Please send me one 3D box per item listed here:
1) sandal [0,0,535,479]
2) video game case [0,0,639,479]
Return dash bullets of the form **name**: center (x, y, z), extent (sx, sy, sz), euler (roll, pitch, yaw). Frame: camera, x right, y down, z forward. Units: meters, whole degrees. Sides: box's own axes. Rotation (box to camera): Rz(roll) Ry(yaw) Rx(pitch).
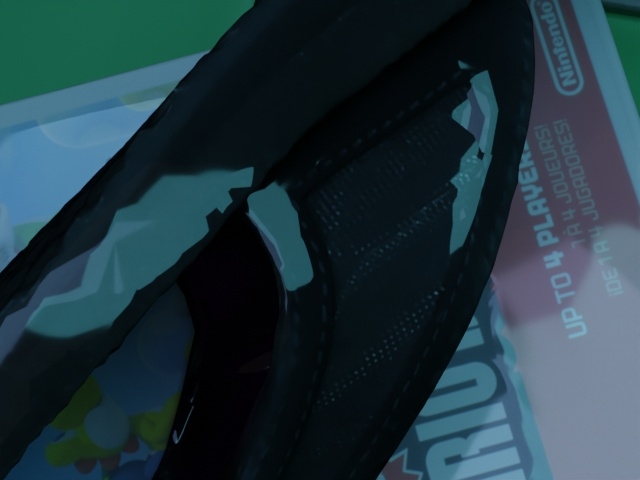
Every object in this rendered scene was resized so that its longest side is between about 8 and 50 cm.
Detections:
- **sandal**: center (0.001, -0.001, 0.454), extent (0.107, 0.167, 0.446), euler (45, 81, -4)
- **video game case**: center (-0.026, 0.039, 0.534), extent (0.285, 0.025, 0.204), euler (-15, 74, -1)
